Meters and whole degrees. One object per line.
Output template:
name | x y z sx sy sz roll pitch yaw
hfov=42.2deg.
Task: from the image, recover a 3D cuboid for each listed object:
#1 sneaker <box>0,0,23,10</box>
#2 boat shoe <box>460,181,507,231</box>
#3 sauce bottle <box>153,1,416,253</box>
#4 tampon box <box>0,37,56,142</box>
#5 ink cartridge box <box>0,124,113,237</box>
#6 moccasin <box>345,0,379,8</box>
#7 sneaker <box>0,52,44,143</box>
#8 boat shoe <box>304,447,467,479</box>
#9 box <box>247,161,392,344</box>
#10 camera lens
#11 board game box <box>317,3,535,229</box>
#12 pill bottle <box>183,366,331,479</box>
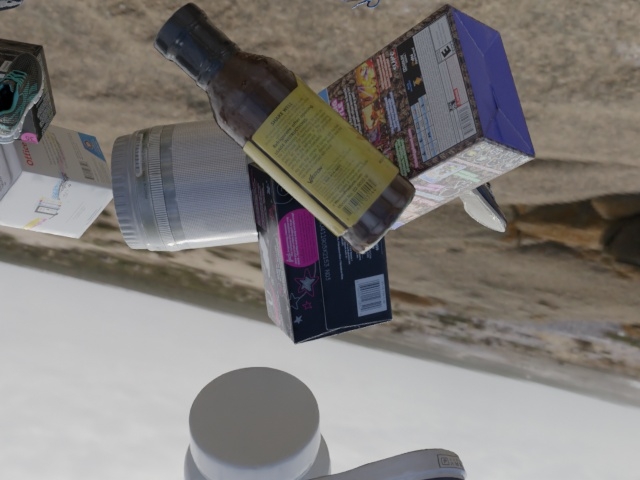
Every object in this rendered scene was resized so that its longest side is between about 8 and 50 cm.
sneaker | -0.553 -0.321 1.269 0.226 0.163 0.086 -15 167 -29
boat shoe | 0.286 -0.087 1.465 0.075 0.065 0.206 18 161 46
sauce bottle | -0.044 -0.135 0.963 0.344 0.111 0.111 43 172 -4
tampon box | -0.583 -0.282 1.559 0.120 0.101 0.161 9 137 3
ink cartridge box | -0.588 -0.133 1.747 0.232 0.168 0.171 13 -139 -50
moccasin | 0.118 -0.684 2.221 0.116 0.138 0.342 14 -162 2
sneaker | -0.484 -0.237 1.312 0.065 0.166 0.076 12 153 -7
boat shoe | 0.024 0.308 0.887 0.302 0.094 0.109 -31 136 32
box | 0.000 0.000 1.215 0.163 0.247 0.142 -12 -163 -17
camera lens | -0.201 -0.098 1.436 0.274 0.219 0.219 -6 174 0
board game box | 0.156 -0.183 1.312 0.141 0.232 0.291 11 152 -43
pill bottle | -0.095 0.399 1.296 0.224 0.224 0.392 13 130 16
